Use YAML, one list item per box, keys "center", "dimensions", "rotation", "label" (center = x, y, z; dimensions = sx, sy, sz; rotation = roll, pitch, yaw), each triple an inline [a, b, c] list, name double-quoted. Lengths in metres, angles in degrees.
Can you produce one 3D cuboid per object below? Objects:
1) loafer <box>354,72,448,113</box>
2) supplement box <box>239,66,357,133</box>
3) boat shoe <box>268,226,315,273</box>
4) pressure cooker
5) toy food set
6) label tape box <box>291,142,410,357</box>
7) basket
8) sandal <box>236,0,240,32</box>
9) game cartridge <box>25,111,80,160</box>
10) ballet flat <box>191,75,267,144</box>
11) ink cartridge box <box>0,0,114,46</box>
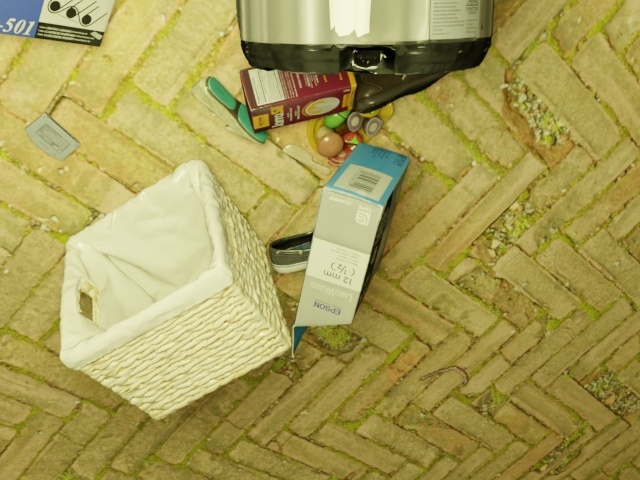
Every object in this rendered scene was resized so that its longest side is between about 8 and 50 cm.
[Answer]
- center: [0.151, -0.303, 1.305]
  dimensions: [0.220, 0.080, 0.078]
  rotation: [-26, 91, -22]
  label: "loafer"
- center: [-0.039, -0.262, 1.266]
  dimensions: [0.188, 0.081, 0.104]
  rotation: [-15, 167, -5]
  label: "supplement box"
- center: [0.000, 0.000, 1.509]
  dimensions: [0.228, 0.080, 0.076]
  rotation: [-14, 130, 4]
  label: "boat shoe"
- center: [0.067, -0.447, 0.986]
  dimensions: [0.375, 0.370, 0.421]
  rotation: [3, 110, 13]
  label: "pressure cooker"
- center: [0.047, -0.201, 1.370]
  dimensions: [0.128, 0.071, 0.218]
  rotation: [34, 111, -33]
  label: "toy food set"
- center: [0.053, 0.026, 1.331]
  dimensions: [0.115, 0.249, 0.348]
  rotation: [16, 118, 10]
  label: "label tape box"
- center: [-0.264, 0.092, 1.338]
  dimensions: [0.331, 0.328, 0.266]
  rotation: [-31, 131, 10]
  label: "basket"
- center: [-0.091, -0.402, 1.164]
  dimensions: [0.097, 0.054, 0.255]
  rotation: [-40, 136, -32]
  label: "sandal"
- center: [-0.472, -0.181, 1.271]
  dimensions: [0.056, 0.017, 0.083]
  rotation: [-37, 127, 8]
  label: "game cartridge"
- center: [-0.165, -0.231, 1.309]
  dimensions: [0.052, 0.057, 0.168]
  rotation: [-19, 131, 34]
  label: "ballet flat"
- center: [-0.415, -0.353, 1.081]
  dimensions: [0.207, 0.046, 0.097]
  rotation: [-6, 133, -49]
  label: "ink cartridge box"
